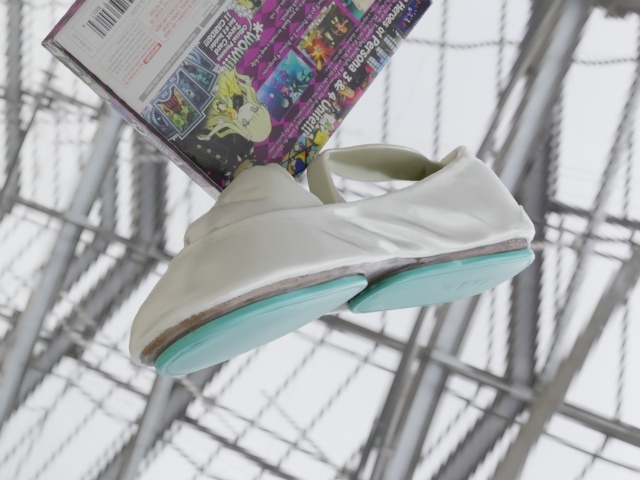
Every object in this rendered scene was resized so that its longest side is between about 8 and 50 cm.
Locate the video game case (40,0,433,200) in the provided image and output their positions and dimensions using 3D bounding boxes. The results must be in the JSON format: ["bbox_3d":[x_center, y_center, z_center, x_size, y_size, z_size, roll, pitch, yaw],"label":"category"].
[{"bbox_3d":[-0.056,-0.163,1.154,0.232,0.210,0.042,-54,-158,-14],"label":"video game case"}]

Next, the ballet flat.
[{"bbox_3d":[0.000,0.000,1.121,0.139,0.400,0.139,11,-74,42],"label":"ballet flat"}]
